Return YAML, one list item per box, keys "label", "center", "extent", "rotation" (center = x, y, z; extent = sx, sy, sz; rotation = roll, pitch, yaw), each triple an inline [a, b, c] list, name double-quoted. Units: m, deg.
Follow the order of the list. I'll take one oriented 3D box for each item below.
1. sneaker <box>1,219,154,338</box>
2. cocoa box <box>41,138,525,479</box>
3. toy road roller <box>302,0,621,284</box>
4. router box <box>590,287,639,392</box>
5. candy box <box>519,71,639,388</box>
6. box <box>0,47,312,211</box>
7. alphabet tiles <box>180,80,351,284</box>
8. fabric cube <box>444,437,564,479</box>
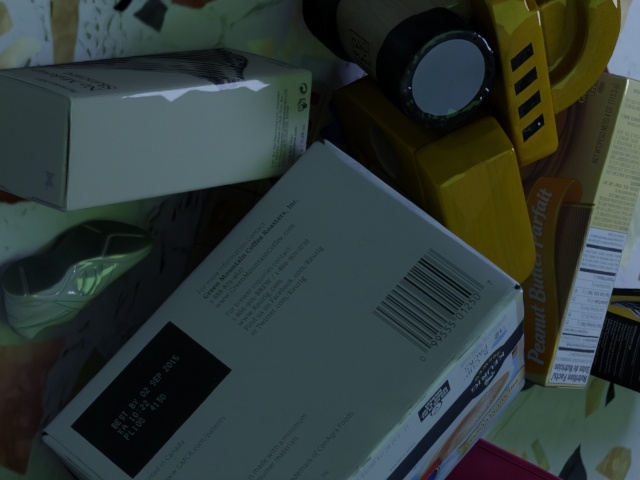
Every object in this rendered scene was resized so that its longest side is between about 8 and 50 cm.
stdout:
- label: "sneaker"
  center: [-0.203, 0.030, 1.607]
  extent: [0.152, 0.054, 0.061]
  rotation: [-27, 139, -38]
- label: "cocoa box"
  center: [-0.018, 0.141, 1.643]
  extent: [0.347, 0.231, 0.228]
  rotation: [-47, 157, -15]
- label: "toy road roller"
  center: [0.149, -0.133, 1.758]
  extent: [0.241, 0.202, 0.329]
  rotation: [-24, 127, -15]
- label: "router box"
  center: [0.419, 0.122, 2.222]
  extent: [0.309, 0.243, 0.081]
  rotation: [2, 103, -51]
- label: "candy box"
  center: [0.216, -0.025, 1.967]
  extent: [0.088, 0.183, 0.316]
  rotation: [7, 99, -50]
- label: "box"
  center: [-0.138, -0.095, 1.579]
  extent: [0.275, 0.113, 0.094]
  rotation: [-12, 114, -49]
- label: "alphabet tiles"
  center: [0.000, 0.000, 1.859]
  extent: [0.343, 0.011, 0.285]
  rotation: [13, 95, -51]
- label: "fabric cube"
  center: [0.087, 0.327, 1.862]
  extent: [0.258, 0.259, 0.254]
  rotation: [-57, 154, -17]
